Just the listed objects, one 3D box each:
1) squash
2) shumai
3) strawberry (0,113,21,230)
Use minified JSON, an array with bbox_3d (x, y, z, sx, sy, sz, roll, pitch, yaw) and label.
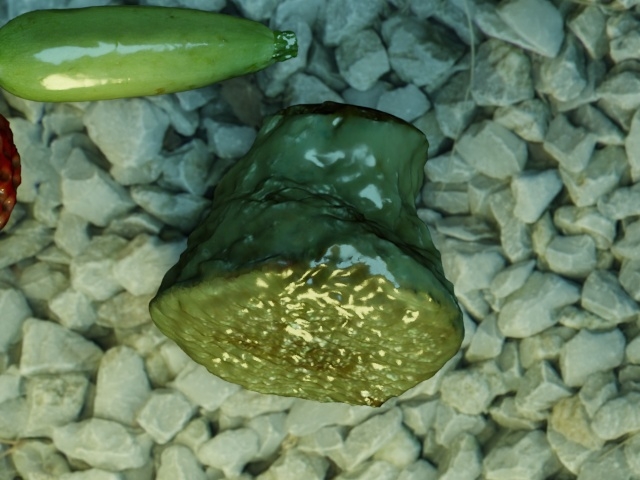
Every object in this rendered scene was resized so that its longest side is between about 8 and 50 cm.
[{"bbox_3d":[-0.214,-0.232,1.690,0.371,0.118,0.118,-7,96,-14],"label":"squash"},{"bbox_3d":[0.000,0.000,1.680,0.324,0.397,0.323,28,57,-31],"label":"shumai"},{"bbox_3d":[-0.439,-0.043,1.586,0.253,0.280,0.150,-44,104,-14],"label":"strawberry"}]
